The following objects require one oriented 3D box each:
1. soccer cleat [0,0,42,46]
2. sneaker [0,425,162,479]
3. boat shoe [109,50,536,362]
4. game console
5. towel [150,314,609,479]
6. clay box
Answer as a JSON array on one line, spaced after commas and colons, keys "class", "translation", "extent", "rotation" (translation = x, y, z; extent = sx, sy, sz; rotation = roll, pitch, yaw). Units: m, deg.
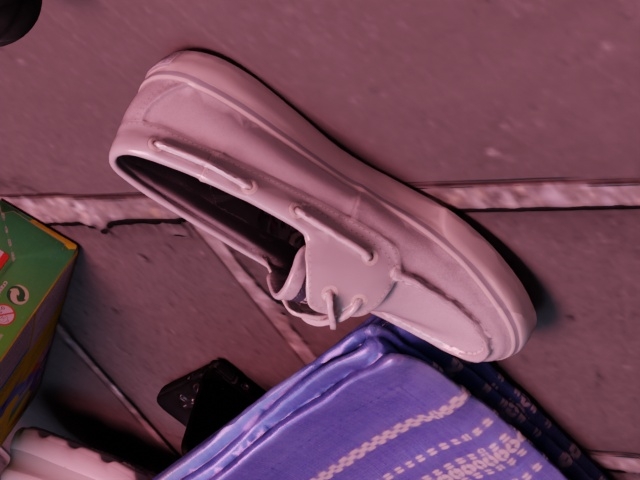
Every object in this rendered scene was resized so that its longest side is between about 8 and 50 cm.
[{"class": "soccer cleat", "translation": [-0.155, -0.141, 0.705], "extent": [0.072, 0.060, 0.179], "rotation": [-7, 130, 46]}, {"class": "sneaker", "translation": [-0.063, 0.195, 1.047], "extent": [0.281, 0.115, 0.105], "rotation": [17, 173, 33]}, {"class": "boat shoe", "translation": [0.000, 0.000, 0.769], "extent": [0.184, 0.063, 0.066], "rotation": [39, 150, -12]}, {"class": "game console", "translation": [-0.029, 0.124, 0.975], "extent": [0.122, 0.071, 0.107], "rotation": [40, 149, -14]}, {"class": "towel", "translation": [0.059, 0.196, 0.917], "extent": [0.243, 0.040, 0.336], "rotation": [-38, 112, 24]}, {"class": "clay box", "translation": [-0.189, 0.085, 1.006], "extent": [0.053, 0.127, 0.222], "rotation": [32, 150, 1]}]
